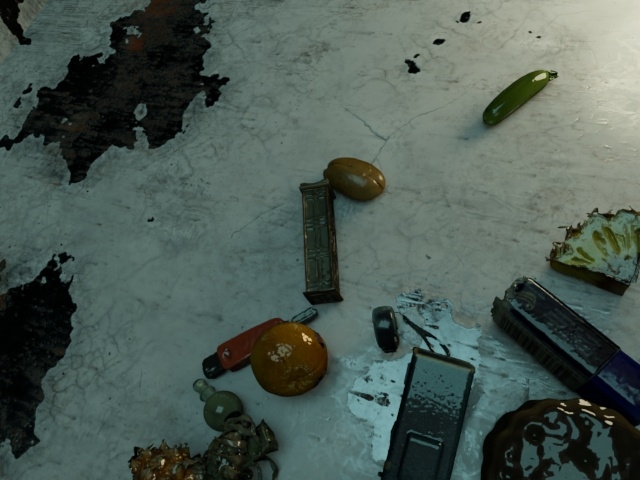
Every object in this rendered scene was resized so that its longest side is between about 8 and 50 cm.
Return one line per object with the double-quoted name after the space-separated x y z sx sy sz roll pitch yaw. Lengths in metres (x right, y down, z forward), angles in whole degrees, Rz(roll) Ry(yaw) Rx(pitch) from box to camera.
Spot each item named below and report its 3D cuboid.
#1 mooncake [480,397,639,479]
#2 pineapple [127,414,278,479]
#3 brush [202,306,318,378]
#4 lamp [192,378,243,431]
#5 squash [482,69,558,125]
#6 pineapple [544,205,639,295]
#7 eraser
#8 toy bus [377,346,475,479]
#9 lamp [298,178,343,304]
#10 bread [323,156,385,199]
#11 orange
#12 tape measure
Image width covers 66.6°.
0.452 0.445 0.875 0.324 0.187 0.323 -6 66 13 "mooncake"
-0.219 0.486 1.036 0.272 0.262 0.262 -29 60 -14 "pineapple"
-0.151 0.247 1.211 0.323 0.051 0.070 -29 58 0 "brush"
-0.254 0.382 1.163 0.163 0.091 0.091 29 74 42 "lamp"
0.543 -0.403 1.335 0.252 0.066 0.066 -38 61 -6 "squash"
0.635 0.028 1.087 0.237 0.114 0.186 -30 61 11 "pineapple"
0.506 0.219 0.987 0.101 0.155 0.332 -42 62 -9 "eraser"
0.214 0.364 0.974 0.139 0.167 0.275 14 81 13 "toy bus"
0.000 0.000 1.271 0.090 0.089 0.325 -10 63 11 "lamp"
0.089 -0.176 1.344 0.189 0.077 0.114 25 77 22 "bread"
-0.071 0.268 1.110 0.178 0.177 0.155 -30 47 -1 "orange"
0.205 0.202 1.106 0.180 0.107 0.104 4 63 17 "tape measure"
